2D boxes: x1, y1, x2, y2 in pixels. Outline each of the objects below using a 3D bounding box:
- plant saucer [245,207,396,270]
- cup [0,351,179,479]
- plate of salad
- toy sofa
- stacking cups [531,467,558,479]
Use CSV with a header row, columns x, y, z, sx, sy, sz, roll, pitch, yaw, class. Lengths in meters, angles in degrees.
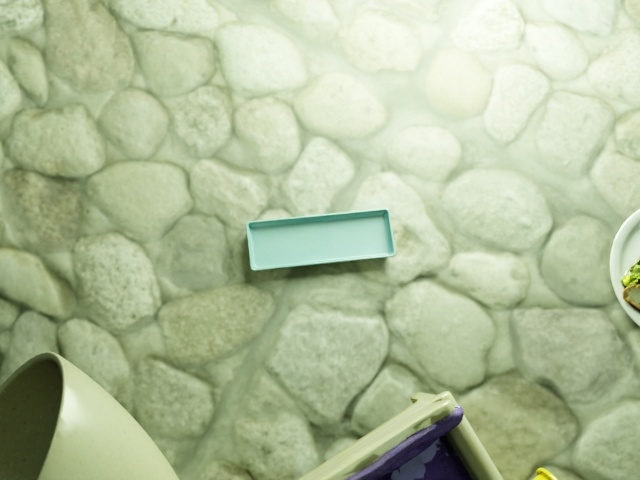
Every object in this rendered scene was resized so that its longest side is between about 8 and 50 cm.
x,y,z,sx,sy,sz,roll,pitch,yaw,class
0.000,0.000,1.617,0.192,0.018,0.067,-5,76,-8,plant saucer
-0.280,0.326,1.381,0.237,0.331,0.331,33,73,-24,cup
0.485,0.038,1.638,0.199,0.048,0.200,1,75,-5,plate of salad
0.036,0.332,1.445,0.362,0.177,0.150,-31,91,-12,toy sofa
0.175,0.406,1.490,0.316,0.096,0.096,-34,81,-13,stacking cups
